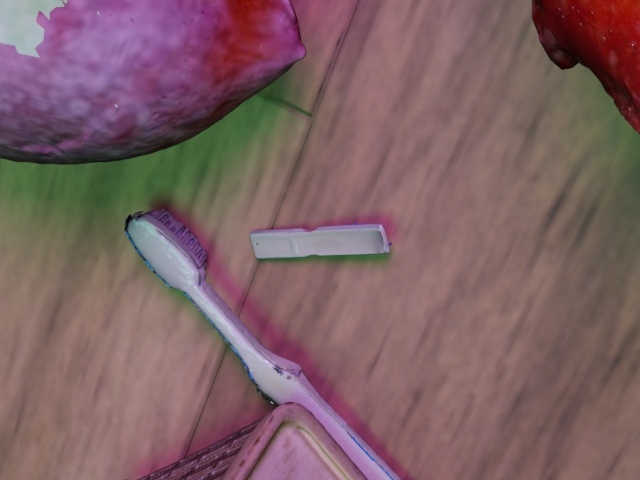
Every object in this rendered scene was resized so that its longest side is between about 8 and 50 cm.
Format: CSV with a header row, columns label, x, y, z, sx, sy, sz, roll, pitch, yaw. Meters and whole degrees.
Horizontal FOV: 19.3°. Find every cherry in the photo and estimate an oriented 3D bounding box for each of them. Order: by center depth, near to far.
label,x,y,z,sx,sy,sz,roll,pitch,yaw
cherry,-0.122,-0.124,0.867,0.250,0.175,0.192,21,111,10

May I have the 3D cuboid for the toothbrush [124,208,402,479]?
label,x,y,z,sx,sy,sz,roll,pitch,yaw
toothbrush,-0.001,0.093,1.011,0.026,0.028,0.294,-36,98,35

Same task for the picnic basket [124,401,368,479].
label,x,y,z,sx,sy,sz,roll,pitch,yaw
picnic basket,-0.023,0.282,0.991,0.175,0.228,0.313,-30,105,38

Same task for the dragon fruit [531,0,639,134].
label,x,y,z,sx,sy,sz,roll,pitch,yaw
dragon fruit,0.204,-0.160,0.638,0.296,0.295,0.301,32,113,6

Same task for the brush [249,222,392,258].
label,x,y,z,sx,sy,sz,roll,pitch,yaw
brush,0.000,0.000,0.971,0.084,0.013,0.016,-4,110,33
